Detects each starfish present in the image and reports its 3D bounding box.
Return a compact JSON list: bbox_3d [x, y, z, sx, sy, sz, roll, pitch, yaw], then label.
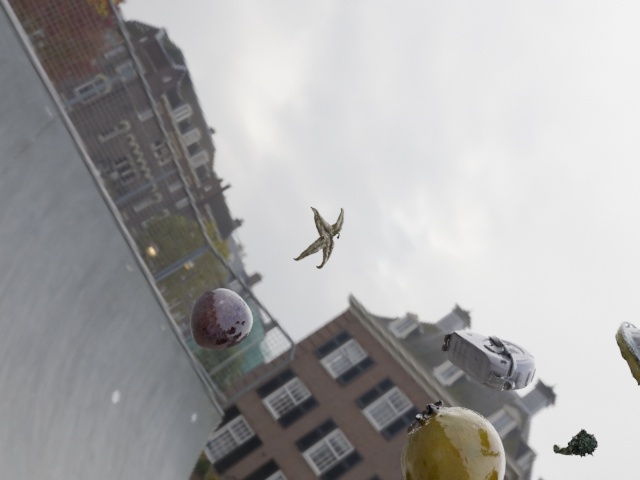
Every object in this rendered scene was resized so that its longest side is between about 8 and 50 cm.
[{"bbox_3d":[0.000,0.001,2.352,0.050,0.138,0.247,49,-48,42],"label":"starfish"}]

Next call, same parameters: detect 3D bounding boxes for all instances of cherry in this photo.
[{"bbox_3d":[-0.273,0.211,2.014,0.140,0.176,0.176,-43,-103,37],"label":"cherry"}]

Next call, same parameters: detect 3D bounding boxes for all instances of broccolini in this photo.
[{"bbox_3d":[0.503,0.411,1.492,0.239,0.051,0.054,73,-3,-71],"label":"broccolini"}]

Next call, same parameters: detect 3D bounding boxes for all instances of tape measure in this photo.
[{"bbox_3d":[0.471,0.323,1.992,0.236,0.197,0.120,36,-62,56],"label":"tape measure"}]

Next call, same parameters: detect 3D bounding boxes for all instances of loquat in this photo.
[{"bbox_3d":[0.275,0.462,1.587,0.244,0.244,0.244,51,-18,24],"label":"loquat"}]

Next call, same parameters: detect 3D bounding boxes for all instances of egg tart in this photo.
[{"bbox_3d":[0.695,0.259,1.522,0.234,0.094,0.234,40,30,-28],"label":"egg tart"}]

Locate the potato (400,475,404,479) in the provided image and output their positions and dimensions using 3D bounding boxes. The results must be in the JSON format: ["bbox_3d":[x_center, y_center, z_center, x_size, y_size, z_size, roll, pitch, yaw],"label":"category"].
[{"bbox_3d":[0.311,0.676,2.054,0.186,0.253,0.148,25,-37,55],"label":"potato"}]
